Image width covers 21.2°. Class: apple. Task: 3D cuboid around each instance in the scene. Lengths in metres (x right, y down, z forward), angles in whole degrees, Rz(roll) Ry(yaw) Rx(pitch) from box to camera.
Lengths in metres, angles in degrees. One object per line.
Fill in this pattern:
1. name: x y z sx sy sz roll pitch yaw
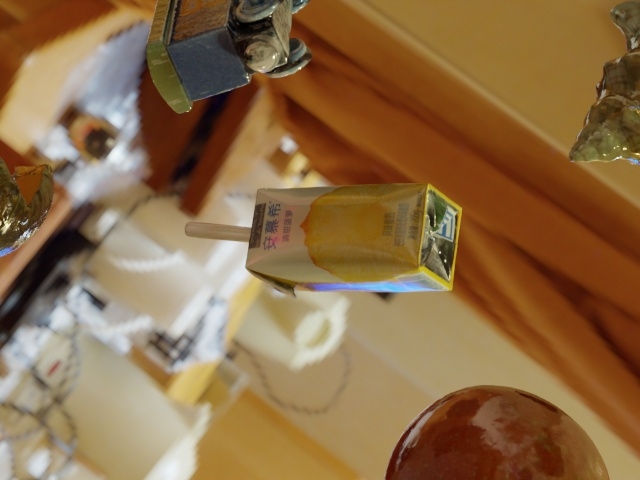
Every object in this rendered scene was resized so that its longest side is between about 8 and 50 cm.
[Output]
1. apple: 0.128 0.203 1.275 0.181 0.181 0.168 -61 -177 39

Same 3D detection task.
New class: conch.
1. conch: 0.399 -0.187 1.895 0.386 0.203 0.170 -37 -176 -39

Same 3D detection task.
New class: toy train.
1. toy train: -0.118 -0.298 2.289 0.202 0.131 0.299 -17 -148 13

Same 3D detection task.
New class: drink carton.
1. drink carton: 0.000 0.000 1.263 0.074 0.200 0.084 27 67 -56

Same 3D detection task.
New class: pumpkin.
1. pumpkin: -0.350 -0.033 1.787 0.119 0.107 0.183 -17 170 21
